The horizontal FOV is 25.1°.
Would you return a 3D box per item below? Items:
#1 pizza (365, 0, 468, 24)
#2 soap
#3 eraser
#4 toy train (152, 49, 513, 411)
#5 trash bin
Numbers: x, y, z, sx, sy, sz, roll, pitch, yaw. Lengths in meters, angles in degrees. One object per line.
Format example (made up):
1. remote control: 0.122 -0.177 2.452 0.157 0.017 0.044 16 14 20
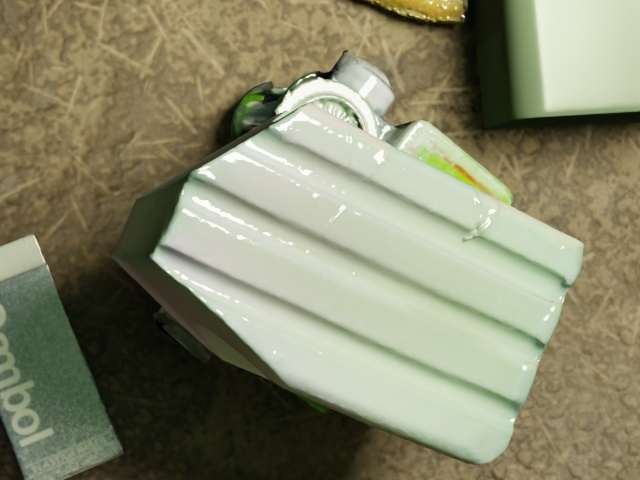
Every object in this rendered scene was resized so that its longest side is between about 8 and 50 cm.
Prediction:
1. pizza: 0.082 -0.307 1.379 0.204 0.080 0.188 34 102 -11
2. soap: 0.022 0.028 1.151 0.347 0.115 0.208 25 84 -24
3. eraser: -0.256 0.109 1.283 0.092 0.046 0.212 -21 90 -13
4. toy train: 0.000 0.000 1.292 0.249 0.173 0.307 39 78 -15
5. trash bin: 0.252 -0.284 1.372 0.223 0.158 0.343 -5 92 -11
